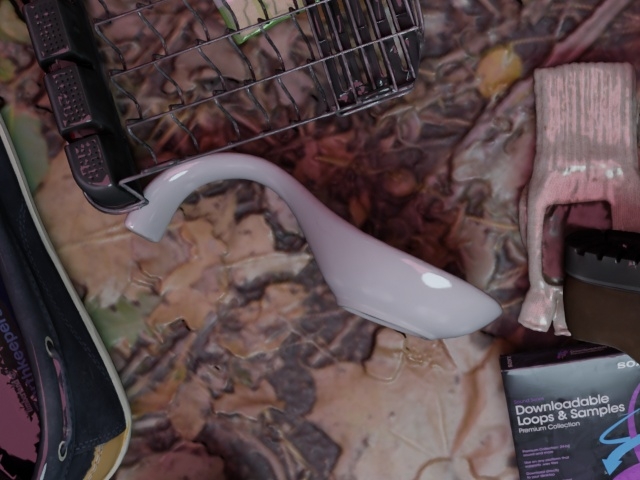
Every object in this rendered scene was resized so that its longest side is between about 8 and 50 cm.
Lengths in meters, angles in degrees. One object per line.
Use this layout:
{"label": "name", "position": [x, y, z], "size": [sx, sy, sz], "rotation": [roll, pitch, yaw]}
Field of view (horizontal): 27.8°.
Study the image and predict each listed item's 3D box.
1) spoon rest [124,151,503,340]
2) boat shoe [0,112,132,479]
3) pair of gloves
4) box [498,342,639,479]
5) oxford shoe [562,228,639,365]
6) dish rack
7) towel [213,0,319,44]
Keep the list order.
{"label": "spoon rest", "position": [0.000, 0.000, 0.922], "size": [0.276, 0.137, 0.084], "rotation": [18, 84, 16]}
{"label": "boat shoe", "position": [-0.307, -0.015, 0.930], "size": [0.186, 0.156, 0.500], "rotation": [-29, 94, 12]}
{"label": "pair of gloves", "position": [0.263, -0.022, 0.923], "size": [0.240, 0.042, 0.204], "rotation": [5, 100, 5]}
{"label": "box", "position": [0.200, 0.151, 0.949], "size": [0.116, 0.029, 0.162], "rotation": [-10, 109, 8]}
{"label": "oxford shoe", "position": [0.267, 0.061, 0.853], "size": [0.227, 0.082, 0.096], "rotation": [16, 111, 36]}
{"label": "dish rack", "position": [-0.070, -0.152, 0.890], "size": [0.271, 0.074, 0.208], "rotation": [-18, 87, 6]}
{"label": "towel", "position": [-0.046, -0.233, 0.934], "size": [0.113, 0.023, 0.152], "rotation": [-25, 98, 12]}
